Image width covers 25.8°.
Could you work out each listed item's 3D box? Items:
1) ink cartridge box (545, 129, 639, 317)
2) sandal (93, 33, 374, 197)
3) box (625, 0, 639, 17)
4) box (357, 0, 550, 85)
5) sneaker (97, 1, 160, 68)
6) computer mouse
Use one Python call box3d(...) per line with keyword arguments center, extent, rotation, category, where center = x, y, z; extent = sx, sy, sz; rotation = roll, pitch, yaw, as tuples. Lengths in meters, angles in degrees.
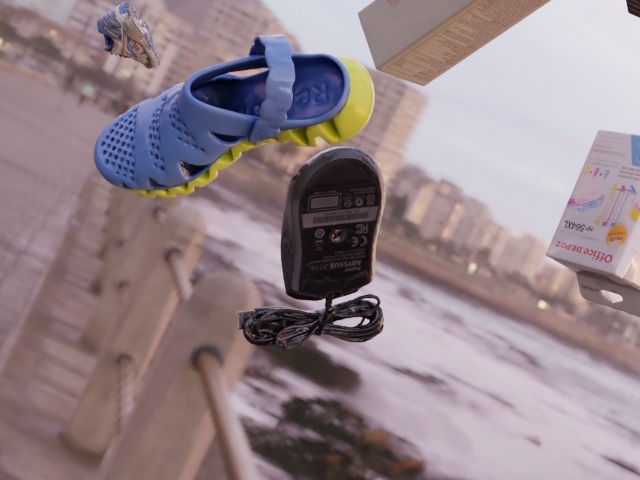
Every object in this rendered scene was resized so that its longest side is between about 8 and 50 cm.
box3d(center=(0.274, -0.011, 1.222), extent=(0.090, 0.143, 0.092), rotation=(27, -5, -33), category="ink cartridge box")
box3d(center=(-0.111, -0.141, 1.481), extent=(0.317, 0.126, 0.138), rotation=(-20, -23, 20), category="sandal")
box3d(center=(0.490, -0.450, 1.849), extent=(0.191, 0.143, 0.381), rotation=(37, -19, 41), category="box")
box3d(center=(0.228, -0.392, 2.306), extent=(0.148, 0.311, 0.121), rotation=(12, 55, -50), category="box")
box3d(center=(-0.250, -0.260, 1.807), extent=(0.135, 0.058, 0.052), rotation=(58, 14, -63), category="sneaker")
box3d(center=(0.000, 0.000, 1.700), extent=(0.188, 0.272, 0.072), rotation=(-2, 29, -20), category="computer mouse")
